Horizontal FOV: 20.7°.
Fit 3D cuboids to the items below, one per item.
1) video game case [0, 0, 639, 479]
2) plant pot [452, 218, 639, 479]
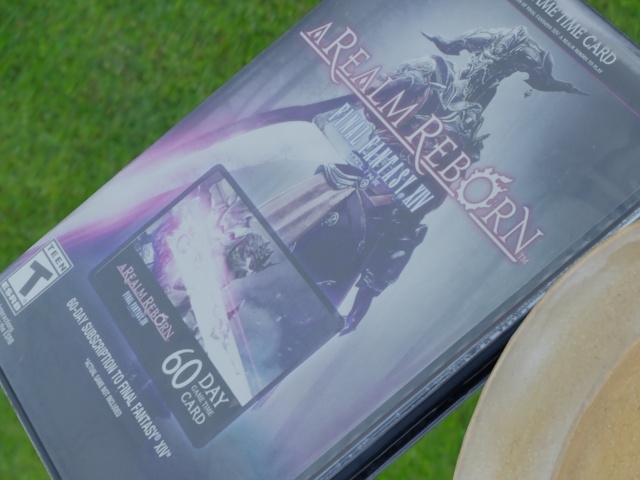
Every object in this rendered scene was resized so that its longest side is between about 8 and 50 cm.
[{"bbox_3d":[0.000,0.000,0.678,0.274,0.196,0.026,-41,137,2],"label":"video game case"},{"bbox_3d":[0.120,0.105,0.481,0.032,0.236,0.236,9,135,-35],"label":"plant pot"}]
